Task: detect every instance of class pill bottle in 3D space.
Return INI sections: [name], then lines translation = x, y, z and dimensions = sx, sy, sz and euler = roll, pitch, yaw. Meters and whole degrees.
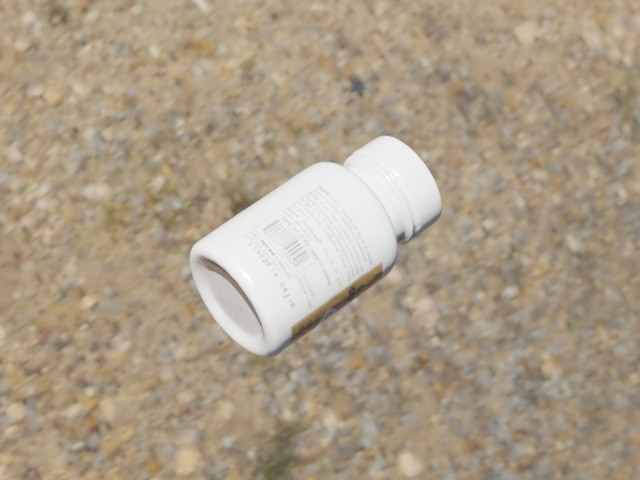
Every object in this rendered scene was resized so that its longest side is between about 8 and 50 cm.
[pill bottle]
translation = 0.000, 0.000, 1.715
dimensions = 0.229, 0.131, 0.131
euler = -35, 94, -23
